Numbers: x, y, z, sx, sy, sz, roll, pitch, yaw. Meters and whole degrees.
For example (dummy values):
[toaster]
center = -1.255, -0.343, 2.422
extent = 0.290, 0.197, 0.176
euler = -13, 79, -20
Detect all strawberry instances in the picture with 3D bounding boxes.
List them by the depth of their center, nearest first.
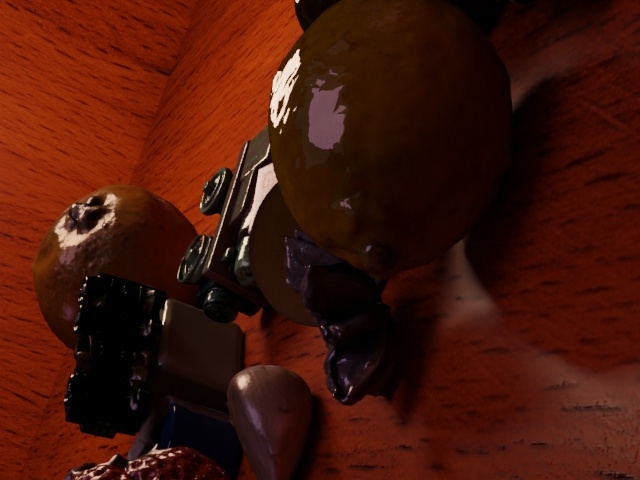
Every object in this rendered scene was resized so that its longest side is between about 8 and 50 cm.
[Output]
[strawberry]
center = -0.196, 0.387, 1.659
extent = 0.288, 0.250, 0.238
euler = 29, 132, 46

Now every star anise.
[star anise]
center = 0.027, 0.087, 1.474
extent = 0.093, 0.229, 0.236
euler = -22, 47, 9

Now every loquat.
[loquat]
center = -0.369, 0.060, 2.460
extent = 0.328, 0.328, 0.328
euler = -56, 20, 33

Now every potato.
[potato]
center = 0.000, 0.000, 1.695
extent = 0.158, 0.178, 0.203
euler = -112, 21, -87

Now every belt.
[belt]
center = -0.231, 0.399, 1.935
extent = 0.346, 0.117, 0.212
euler = -68, 18, 3

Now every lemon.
[lemon]
center = 0.072, -0.119, 1.418
extent = 0.285, 0.285, 0.316
euler = -60, -2, 21

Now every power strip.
[power strip]
center = -0.209, 0.188, 2.094
extent = 0.140, 0.139, 0.224
euler = -58, 20, 31

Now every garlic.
[garlic]
center = -0.060, 0.242, 1.664
extent = 0.129, 0.148, 0.266
euler = -27, 20, 4

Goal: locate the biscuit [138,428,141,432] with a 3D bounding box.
[biscuit]
center = -0.284, 0.253, 2.135
extent = 0.025, 0.231, 0.131
euler = -24, 32, 14

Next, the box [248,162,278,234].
[box]
center = -0.003, -0.077, 1.828
extent = 0.229, 0.050, 0.123
euler = -25, 41, 34

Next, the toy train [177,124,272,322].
[toy train]
center = -0.094, -0.026, 2.029
extent = 0.221, 0.150, 0.304
euler = -37, 32, 48

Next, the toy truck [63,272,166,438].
[toy truck]
center = -0.309, 0.176, 1.968
extent = 0.257, 0.127, 0.127
euler = -91, 22, -46

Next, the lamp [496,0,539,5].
[lamp]
center = 0.169, -0.376, 1.439
extent = 0.301, 0.247, 0.247
euler = 15, 61, 44

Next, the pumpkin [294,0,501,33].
[pumpkin]
center = 0.089, -0.348, 1.740
extent = 0.325, 0.232, 0.242
euler = -24, 43, 61
